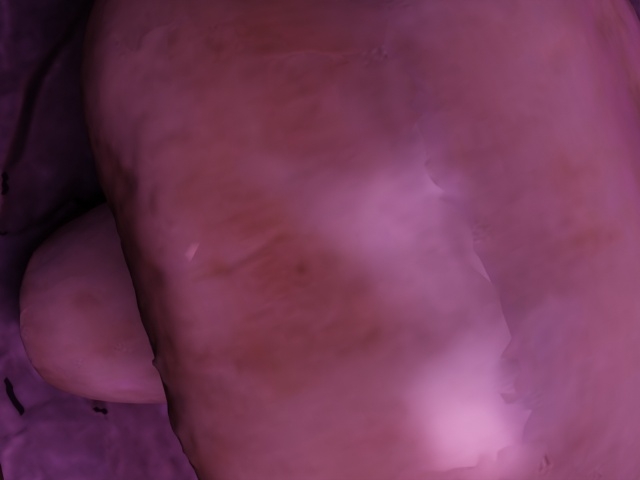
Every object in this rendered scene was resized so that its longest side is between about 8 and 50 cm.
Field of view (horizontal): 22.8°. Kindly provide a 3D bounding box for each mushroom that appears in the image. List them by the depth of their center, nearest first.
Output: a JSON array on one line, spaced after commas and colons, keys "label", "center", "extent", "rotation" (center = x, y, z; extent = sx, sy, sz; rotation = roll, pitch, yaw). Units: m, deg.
[{"label": "mushroom", "center": [0.000, 0.000, 0.525], "extent": [0.234, 0.260, 0.254], "rotation": [-17, 129, 23]}]

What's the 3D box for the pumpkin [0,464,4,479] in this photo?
[{"label": "pumpkin", "center": [-0.197, 0.055, 0.479], "extent": [0.217, 0.217, 0.110], "rotation": [10, 69, -25]}]
